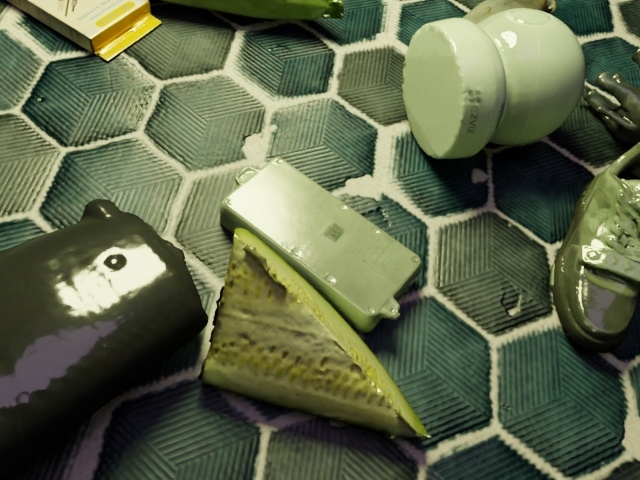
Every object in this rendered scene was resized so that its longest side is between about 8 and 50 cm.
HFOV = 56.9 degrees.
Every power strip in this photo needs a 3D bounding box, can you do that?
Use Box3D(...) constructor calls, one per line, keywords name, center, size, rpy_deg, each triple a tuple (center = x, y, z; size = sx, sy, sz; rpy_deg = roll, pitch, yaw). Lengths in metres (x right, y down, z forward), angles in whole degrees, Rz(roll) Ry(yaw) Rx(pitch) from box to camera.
Box3D(name="power strip", center=(0.000, 0.000, 0.732), size=(0.270, 0.046, 0.118), rpy_deg=(36, 57, 15))

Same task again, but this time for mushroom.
Box3D(name="mushroom", center=(0.322, -0.378, 0.997), size=(0.225, 0.093, 0.116), rpy_deg=(-36, 49, -22))

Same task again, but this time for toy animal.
Box3D(name="toy animal", center=(0.535, -0.239, 0.953), size=(0.269, 0.082, 0.137), rpy_deg=(-23, 68, -26))

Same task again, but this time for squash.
Box3D(name="squash", center=(-0.140, -0.418, 0.930), size=(0.370, 0.118, 0.118), rpy_deg=(10, 57, -3))
Box3D(name="squash", center=(0.014, 0.097, 0.638), size=(0.252, 0.093, 0.169), rpy_deg=(15, 102, 1))

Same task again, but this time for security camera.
Box3D(name="security camera", center=(0.254, -0.221, 0.826), size=(0.236, 0.194, 0.195), rpy_deg=(-12, 61, -13))

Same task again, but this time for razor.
Box3D(name="razor", center=(-0.290, 0.101, 0.582), size=(0.349, 0.113, 0.204), rpy_deg=(-36, 68, -27))

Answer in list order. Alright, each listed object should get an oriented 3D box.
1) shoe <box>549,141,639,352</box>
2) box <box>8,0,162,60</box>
Box3D(name="shoe", center=(0.383, -0.010, 0.743), size=(0.109, 0.149, 0.293), rpy_deg=(24, 56, 4))
Box3D(name="box", center=(-0.380, -0.376, 0.912), size=(0.247, 0.033, 0.129), rpy_deg=(32, 58, 11))
